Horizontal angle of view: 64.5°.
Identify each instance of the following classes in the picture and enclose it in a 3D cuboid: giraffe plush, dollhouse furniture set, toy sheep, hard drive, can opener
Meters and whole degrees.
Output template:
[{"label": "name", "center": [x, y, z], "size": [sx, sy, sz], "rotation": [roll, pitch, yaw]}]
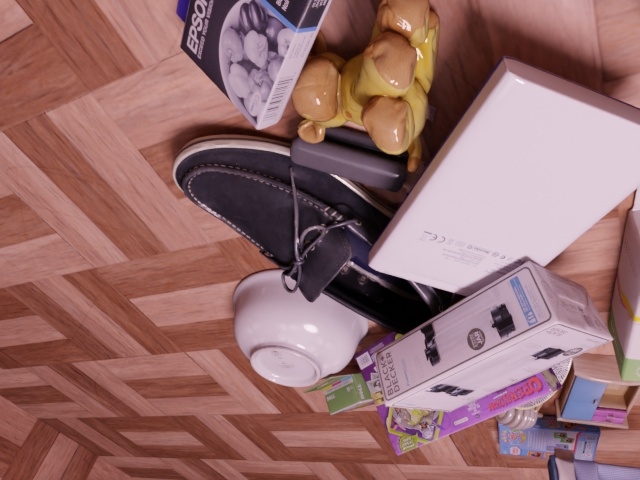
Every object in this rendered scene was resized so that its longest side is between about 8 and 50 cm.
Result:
[{"label": "giraffe plush", "center": [0.040, -0.182, 0.598], "size": [0.170, 0.182, 0.210], "rotation": [12, 173, 20]}, {"label": "dollhouse furniture set", "center": [0.579, 0.397, 0.916], "size": [0.286, 0.304, 0.198], "rotation": [2, 137, 15]}, {"label": "toy sheep", "center": [0.425, 0.364, 1.092], "size": [0.131, 0.091, 0.091], "rotation": [18, 138, -10]}, {"label": "hard drive", "center": [0.216, -0.042, 0.606], "size": [0.210, 0.040, 0.319], "rotation": [16, 139, -11]}, {"label": "can opener", "center": [0.093, -0.092, 0.714], "size": [0.280, 0.074, 0.093], "rotation": [18, 139, -2]}]

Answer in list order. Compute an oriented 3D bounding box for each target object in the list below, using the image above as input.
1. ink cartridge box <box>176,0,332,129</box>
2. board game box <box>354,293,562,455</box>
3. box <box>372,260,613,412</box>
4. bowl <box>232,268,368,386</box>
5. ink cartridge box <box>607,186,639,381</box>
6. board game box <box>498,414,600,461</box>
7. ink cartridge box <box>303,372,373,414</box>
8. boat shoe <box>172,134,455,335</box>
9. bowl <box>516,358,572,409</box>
[{"label": "ink cartridge box", "center": [-0.088, -0.264, 0.537], "size": [0.208, 0.045, 0.206], "rotation": [48, 138, 13]}, {"label": "board game box", "center": [0.223, 0.233, 0.915], "size": [0.056, 0.208, 0.347], "rotation": [4, 146, -42]}, {"label": "box", "center": [0.237, 0.155, 0.737], "size": [0.169, 0.087, 0.290], "rotation": [18, 135, -36]}, {"label": "bowl", "center": [-0.056, 0.204, 1.030], "size": [0.297, 0.134, 0.298], "rotation": [8, 137, 7]}, {"label": "ink cartridge box", "center": [0.542, 0.062, 0.708], "size": [0.206, 0.119, 0.354], "rotation": [-3, 135, 20]}, {"label": "board game box", "center": [0.533, 0.467, 1.200], "size": [0.211, 0.039, 0.160], "rotation": [-2, 135, 18]}, {"label": "ink cartridge box", "center": [0.080, 0.327, 1.096], "size": [0.209, 0.062, 0.109], "rotation": [3, 150, -38]}, {"label": "boat shoe", "center": [0.000, 0.000, 0.783], "size": [0.499, 0.156, 0.187], "rotation": [28, 138, -11]}, {"label": "bowl", "center": [0.370, 0.213, 0.930], "size": [0.170, 0.080, 0.170], "rotation": [-7, 109, -22]}]
